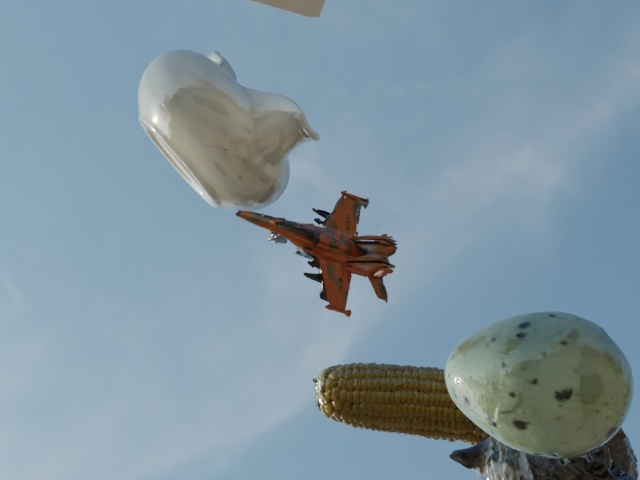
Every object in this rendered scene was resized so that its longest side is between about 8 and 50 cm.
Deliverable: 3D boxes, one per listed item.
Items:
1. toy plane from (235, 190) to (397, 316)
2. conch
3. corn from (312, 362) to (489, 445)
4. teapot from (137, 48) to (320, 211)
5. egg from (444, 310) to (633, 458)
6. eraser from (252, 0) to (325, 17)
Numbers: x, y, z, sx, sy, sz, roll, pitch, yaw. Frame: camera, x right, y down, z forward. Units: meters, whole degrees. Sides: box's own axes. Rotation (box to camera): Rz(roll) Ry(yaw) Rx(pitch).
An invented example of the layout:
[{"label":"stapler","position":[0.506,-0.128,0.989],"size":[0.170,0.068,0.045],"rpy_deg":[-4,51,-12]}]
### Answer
[{"label":"toy plane","position":[-0.005,0.003,1.215],"size":[0.188,0.135,0.062],"rpy_deg":[14,-24,-17]},{"label":"conch","position":[0.289,0.296,1.366],"size":[0.186,0.313,0.240],"rpy_deg":[-44,-51,18]},{"label":"corn","position":[0.143,0.212,1.551],"size":[0.313,0.102,0.102],"rpy_deg":[10,-59,-3]},{"label":"teapot","position":[-0.114,-0.133,1.332],"size":[0.139,0.298,0.204],"rpy_deg":[-43,-50,-5]},{"label":"egg","position":[0.191,0.122,1.048],"size":[0.164,0.131,0.131],"rpy_deg":[14,-51,27]},{"label":"eraser","position":[-0.131,-0.274,1.007],"size":[0.298,0.076,0.078],"rpy_deg":[13,-59,-17]}]
